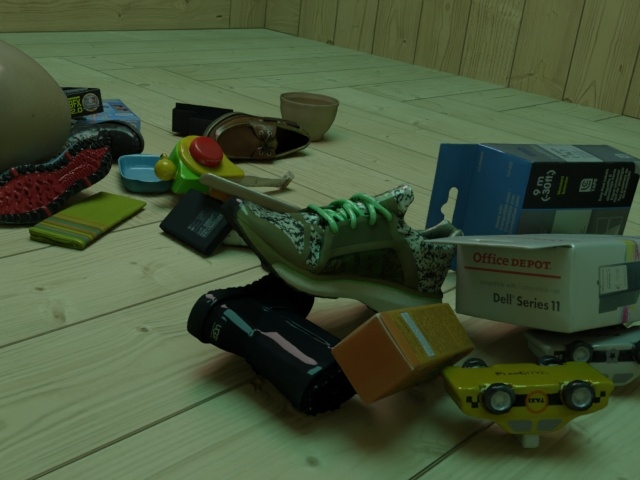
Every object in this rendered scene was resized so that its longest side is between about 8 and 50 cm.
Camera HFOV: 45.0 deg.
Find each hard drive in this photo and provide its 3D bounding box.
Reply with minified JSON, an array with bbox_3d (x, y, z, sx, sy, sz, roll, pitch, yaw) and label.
[{"bbox_3d":[-0.212,-0.035,1.356,0.135,0.022,0.094,26,71,38],"label":"hard drive"}]

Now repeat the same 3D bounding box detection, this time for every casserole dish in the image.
[{"bbox_3d":[-0.365,-0.139,1.623,0.114,0.037,0.188,0,24,-18],"label":"casserole dish"}]

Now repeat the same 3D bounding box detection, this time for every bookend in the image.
[{"bbox_3d":[-0.316,-0.292,1.964,0.156,0.072,0.157,8,23,5],"label":"bookend"}]

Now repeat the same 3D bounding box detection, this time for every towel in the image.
[{"bbox_3d":[-0.411,-0.039,1.388,0.102,0.021,0.237,15,23,10],"label":"towel"}]

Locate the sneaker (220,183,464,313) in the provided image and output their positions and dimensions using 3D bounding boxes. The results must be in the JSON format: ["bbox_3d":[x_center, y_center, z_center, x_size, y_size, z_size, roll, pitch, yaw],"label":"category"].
[{"bbox_3d":[0.046,-0.016,1.078,0.410,0.182,0.158,20,14,-39],"label":"sneaker"}]

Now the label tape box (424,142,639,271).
[{"bbox_3d":[0.354,-0.037,1.312,0.333,0.241,0.106,-2,25,-19],"label":"label tape box"}]

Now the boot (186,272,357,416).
[{"bbox_3d":[-0.023,0.129,0.993,0.207,0.094,0.246,30,18,26],"label":"boot"}]

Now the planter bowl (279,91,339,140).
[{"bbox_3d":[-0.035,-0.334,2.102,0.161,0.109,0.162,6,23,-2],"label":"planter bowl"}]

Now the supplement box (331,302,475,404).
[{"bbox_3d":[0.108,0.130,0.929,0.080,0.078,0.233,55,23,16],"label":"supplement box"}]

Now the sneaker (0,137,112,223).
[{"bbox_3d":[-0.507,-0.092,1.423,0.125,0.104,0.261,-23,9,47],"label":"sneaker"}]

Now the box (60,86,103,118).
[{"bbox_3d":[-0.684,-0.324,1.861,0.216,0.060,0.270,-22,24,-37],"label":"box"}]

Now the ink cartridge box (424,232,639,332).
[{"bbox_3d":[0.336,0.053,1.103,0.353,0.119,0.207,-1,4,-36],"label":"ink cartridge box"}]

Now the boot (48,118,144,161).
[{"bbox_3d":[-0.535,-0.186,1.649,0.262,0.091,0.229,6,27,10],"label":"boot"}]

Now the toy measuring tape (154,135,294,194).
[{"bbox_3d":[-0.202,-0.157,1.590,0.330,0.122,0.121,-5,24,-44],"label":"toy measuring tape"}]

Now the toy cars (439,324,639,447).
[{"bbox_3d":[0.307,0.178,0.979,0.176,0.087,0.393,10,14,42],"label":"toy cars"}]

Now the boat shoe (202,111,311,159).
[{"bbox_3d":[-0.145,-0.249,1.858,0.104,0.111,0.307,21,26,34],"label":"boat shoe"}]

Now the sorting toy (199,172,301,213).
[{"bbox_3d":[-0.123,-0.072,1.418,0.192,0.038,0.208,21,0,-3],"label":"sorting toy"}]

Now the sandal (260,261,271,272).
[{"bbox_3d":[0.000,0.000,1.360,0.097,0.055,0.254,20,26,30],"label":"sandal"}]

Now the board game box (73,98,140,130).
[{"bbox_3d":[-0.578,-0.328,2.022,0.160,0.039,0.211,-6,24,-28],"label":"board game box"}]

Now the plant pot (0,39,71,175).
[{"bbox_3d":[-0.590,-0.238,1.461,0.284,0.284,0.190,25,16,38],"label":"plant pot"}]

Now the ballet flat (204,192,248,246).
[{"bbox_3d":[-0.165,-0.024,1.383,0.067,0.073,0.206,-41,42,-26],"label":"ballet flat"}]
